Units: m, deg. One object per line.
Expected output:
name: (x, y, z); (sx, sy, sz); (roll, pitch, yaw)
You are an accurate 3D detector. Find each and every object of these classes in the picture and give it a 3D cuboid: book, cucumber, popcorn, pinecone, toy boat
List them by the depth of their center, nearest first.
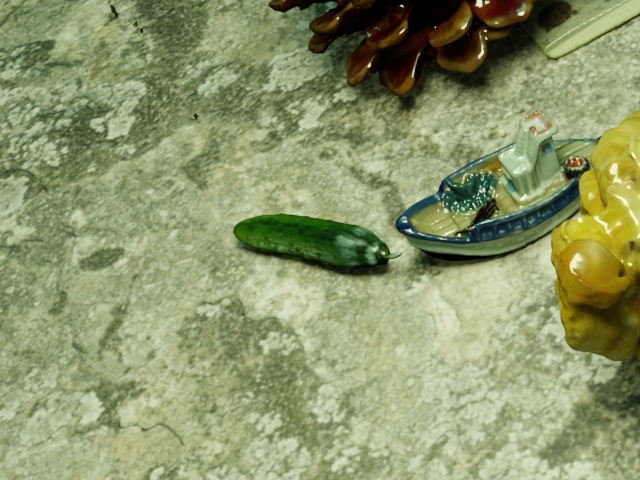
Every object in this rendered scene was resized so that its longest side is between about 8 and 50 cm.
popcorn: (0.359, 0.004, 1.661); (0.265, 0.225, 0.332); (42, 57, 17)
toy boat: (0.206, -0.065, 1.886); (0.262, 0.115, 0.114); (-31, 42, -1)
cucumber: (0.000, 0.000, 1.986); (0.250, 0.056, 0.056); (12, 57, 37)
pinecone: (0.096, -0.385, 2.079); (0.397, 0.398, 0.398); (-15, 44, 15)
book: (0.327, -0.386, 2.187); (0.239, 0.035, 0.352); (-31, 42, 3)
